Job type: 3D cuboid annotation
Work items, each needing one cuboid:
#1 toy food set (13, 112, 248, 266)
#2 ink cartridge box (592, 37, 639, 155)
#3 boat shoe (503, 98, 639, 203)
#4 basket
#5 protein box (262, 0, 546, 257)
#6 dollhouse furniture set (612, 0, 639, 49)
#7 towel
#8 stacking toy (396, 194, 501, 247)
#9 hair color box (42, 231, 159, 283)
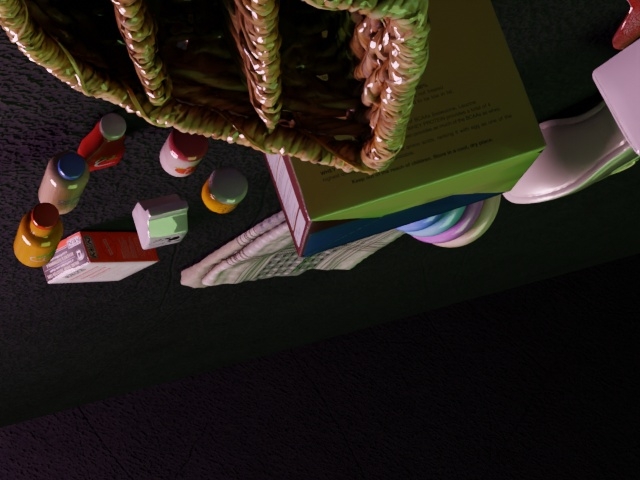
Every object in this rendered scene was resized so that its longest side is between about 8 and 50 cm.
[{"bbox_3d":[-0.177,-0.056,1.338,0.232,0.111,0.104,-12,168,-21],"label":"toy food set"},{"bbox_3d":[0.493,-0.165,1.664,0.226,0.131,0.306,-37,147,23],"label":"ink cartridge box"},{"bbox_3d":[0.378,-0.134,1.935,0.305,0.109,0.091,-32,159,36],"label":"boat shoe"},{"bbox_3d":[-0.078,-0.142,0.798,0.213,0.223,0.299,-18,170,-6],"label":"basket"},{"bbox_3d":[0.047,-0.121,1.169,0.199,0.201,0.136,-18,169,-9],"label":"protein box"},{"bbox_3d":[0.276,-0.220,1.079,0.374,0.201,0.152,-12,167,-37],"label":"dollhouse furniture set"},{"bbox_3d":[0.000,0.000,2.084,0.312,0.056,0.324,-9,166,-44],"label":"towel"},{"bbox_3d":[0.087,-0.067,1.724,0.141,0.141,0.330,-26,164,31],"label":"stacking toy"},{"bbox_3d":[-0.270,0.020,1.741,0.072,0.043,0.141,-25,169,26],"label":"hair color box"}]
